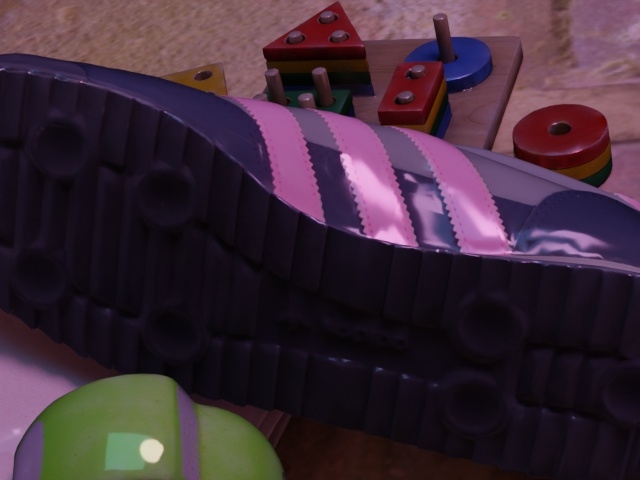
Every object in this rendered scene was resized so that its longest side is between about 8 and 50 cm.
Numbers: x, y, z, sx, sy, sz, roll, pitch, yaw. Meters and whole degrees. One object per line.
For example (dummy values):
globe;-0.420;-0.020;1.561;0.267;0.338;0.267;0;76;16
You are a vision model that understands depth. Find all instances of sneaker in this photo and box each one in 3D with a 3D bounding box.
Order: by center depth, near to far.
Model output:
sneaker;0.000;0.000;0.642;0.319;0.112;0.131;20;23;3

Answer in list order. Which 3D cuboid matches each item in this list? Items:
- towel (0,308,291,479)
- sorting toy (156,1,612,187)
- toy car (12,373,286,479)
towel;-0.177;0.040;0.659;0.332;0.053;0.317;20;42;12
sorting toy;0.017;-0.079;0.845;0.275;0.046;0.132;1;37;20
toy car;-0.120;0.073;0.554;0.225;0.053;0.239;1;42;-9
